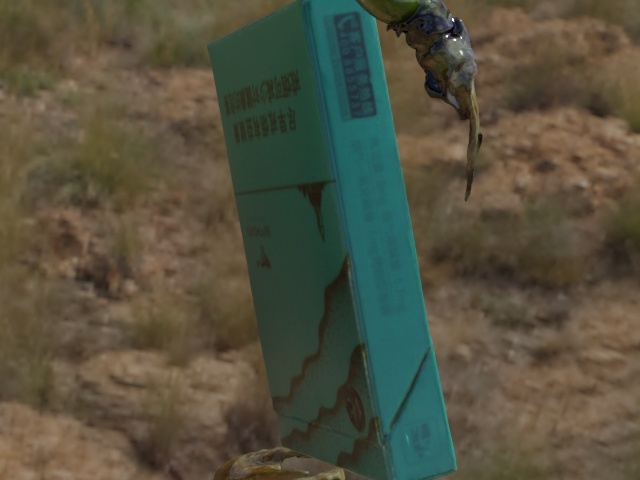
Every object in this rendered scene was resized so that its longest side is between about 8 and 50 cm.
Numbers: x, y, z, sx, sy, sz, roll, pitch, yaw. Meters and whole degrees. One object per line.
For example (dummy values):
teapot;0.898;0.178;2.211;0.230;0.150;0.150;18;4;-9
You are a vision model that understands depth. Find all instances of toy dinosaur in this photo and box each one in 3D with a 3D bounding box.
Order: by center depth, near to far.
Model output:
toy dinosaur;-0.052;0.167;1.026;0.126;0.039;0.162;-14;-8;10

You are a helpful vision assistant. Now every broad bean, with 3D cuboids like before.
broad bean;-0.044;-0.139;0.626;0.056;0.098;0.318;-21;49;-31

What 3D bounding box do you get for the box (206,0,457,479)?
box;0.000;0.000;0.735;0.042;0.226;0.161;-12;3;-19
